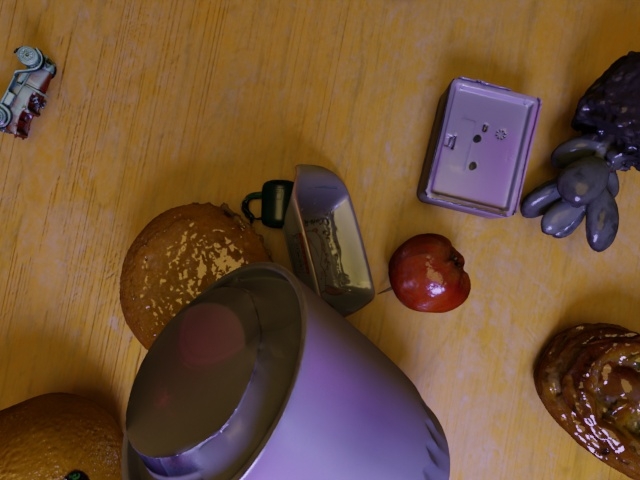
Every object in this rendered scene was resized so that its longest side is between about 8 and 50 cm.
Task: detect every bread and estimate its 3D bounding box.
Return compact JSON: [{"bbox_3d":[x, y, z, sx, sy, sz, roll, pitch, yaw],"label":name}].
[{"bbox_3d":[-0.176,0.064,0.611,0.239,0.139,0.240,0,88,0],"label":"bread"}]

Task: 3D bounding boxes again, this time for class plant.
[{"bbox_3d":[0.425,-0.126,0.619,0.146,0.149,0.275,41,110,43],"label":"plant"}]

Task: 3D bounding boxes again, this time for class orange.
[{"bbox_3d":[-0.385,0.333,0.568,0.235,0.236,0.237,0,88,0],"label":"orange"}]

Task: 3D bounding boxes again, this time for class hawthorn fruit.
[{"bbox_3d":[0.158,0.053,0.621,0.140,0.125,0.125,-20,89,-2],"label":"hawthorn fruit"}]

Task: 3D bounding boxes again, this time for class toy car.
[{"bbox_3d":[-0.472,-0.235,0.655,0.054,0.073,0.143,29,88,-15],"label":"toy car"}]

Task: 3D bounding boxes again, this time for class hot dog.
[{"bbox_3d":[0.476,0.249,0.616,0.272,0.122,0.196,35,89,3],"label":"hot dog"}]

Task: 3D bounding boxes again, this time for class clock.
[{"bbox_3d":[0.248,-0.141,0.650,0.146,0.071,0.192,13,88,1],"label":"clock"}]

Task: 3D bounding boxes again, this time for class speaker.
[{"bbox_3d":[-0.078,-0.057,0.664,0.094,0.060,0.076,2,88,35],"label":"speaker"}]

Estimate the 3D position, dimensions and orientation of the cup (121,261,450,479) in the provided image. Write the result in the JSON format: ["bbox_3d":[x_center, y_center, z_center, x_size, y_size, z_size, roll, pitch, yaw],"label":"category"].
[{"bbox_3d":[-0.014,0.215,0.492,0.253,0.253,0.371,-49,124,-1],"label":"cup"}]

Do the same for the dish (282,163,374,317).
[{"bbox_3d":[0.000,0.000,0.628,0.064,0.154,0.235,-14,88,35],"label":"dish"}]
